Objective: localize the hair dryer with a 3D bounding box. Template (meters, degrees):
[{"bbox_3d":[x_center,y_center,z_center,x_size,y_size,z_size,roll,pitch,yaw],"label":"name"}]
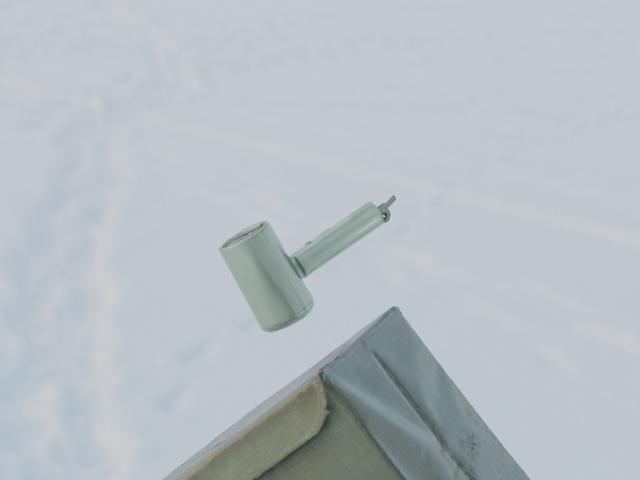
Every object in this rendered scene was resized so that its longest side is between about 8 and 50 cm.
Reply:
[{"bbox_3d":[0.000,0.000,1.161,0.124,0.063,0.038,-34,13,-24],"label":"hair dryer"}]

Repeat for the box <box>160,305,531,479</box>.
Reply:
[{"bbox_3d":[-0.018,0.172,1.009,0.149,0.231,0.155,52,20,1],"label":"box"}]
